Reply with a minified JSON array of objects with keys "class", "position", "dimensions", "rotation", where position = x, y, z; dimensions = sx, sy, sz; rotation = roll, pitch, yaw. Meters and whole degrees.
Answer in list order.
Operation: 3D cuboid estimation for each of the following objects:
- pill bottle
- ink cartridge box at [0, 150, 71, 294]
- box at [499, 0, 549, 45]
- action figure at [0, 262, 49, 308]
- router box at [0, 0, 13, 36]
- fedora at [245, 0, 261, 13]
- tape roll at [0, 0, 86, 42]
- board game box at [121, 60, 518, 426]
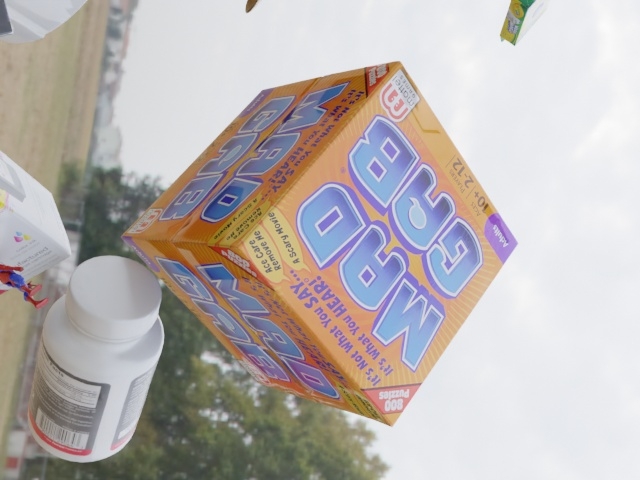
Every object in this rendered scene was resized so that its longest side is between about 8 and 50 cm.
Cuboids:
[{"class":"pill bottle","position":[-0.339,0.180,1.247],"dimensions":[0.176,0.176,0.318],"rotation":[-100,-153,-47]},{"class":"ink cartridge box","position":[-0.510,-0.031,1.072],"dimensions":[0.131,0.226,0.306],"rotation":[63,2,25]},{"class":"box","position":[0.387,-0.435,1.522],"dimensions":[0.105,0.043,0.179],"rotation":[-50,171,-6]},{"class":"action figure","position":[-0.394,0.052,1.065],"dimensions":[0.115,0.030,0.038],"rotation":[22,-36,36]},{"class":"router box","position":[-0.371,-0.214,0.478],"dimensions":[0.081,0.309,0.242],"rotation":[25,-51,52]},{"class":"fedora","position":[-0.098,-0.464,1.324],"dimensions":[0.194,0.079,0.194],"rotation":[-53,-162,25]},{"class":"tape roll","position":[-0.367,-0.366,0.907],"dimensions":[0.246,0.169,0.246],"rotation":[-8,-108,27]},{"class":"board game box","position":[0.000,0.000,1.237],"dimensions":[0.356,0.356,0.356],"rotation":[3,-132,54]}]
